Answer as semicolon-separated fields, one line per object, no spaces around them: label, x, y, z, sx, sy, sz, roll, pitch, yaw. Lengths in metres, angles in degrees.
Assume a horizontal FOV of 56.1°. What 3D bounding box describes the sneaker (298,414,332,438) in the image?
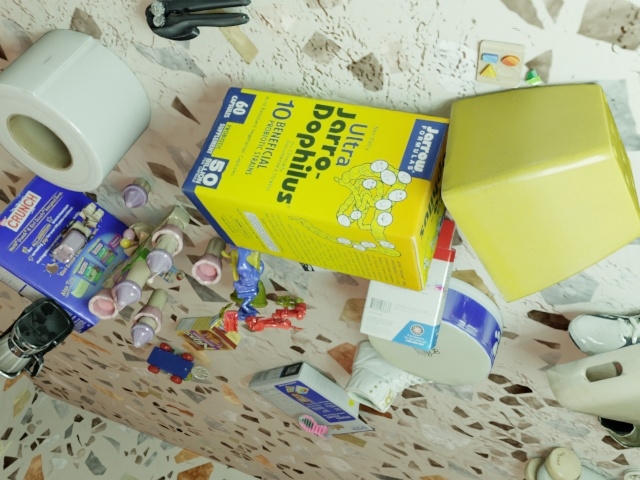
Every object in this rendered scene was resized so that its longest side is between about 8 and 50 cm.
sneaker;-0.024;0.589;1.896;0.119;0.047;0.057;34;156;-10

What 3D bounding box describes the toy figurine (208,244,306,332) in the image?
toy figurine;-0.126;0.056;1.300;0.191;0.218;0.362;0;-176;1

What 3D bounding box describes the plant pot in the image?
plant pot;0.295;-0.079;0.781;0.187;0.212;0.212;-18;127;31

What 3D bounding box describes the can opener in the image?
can opener;-0.182;-0.336;0.886;0.186;0.073;0.059;0;99;29

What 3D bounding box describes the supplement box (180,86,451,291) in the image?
supplement box;0.008;-0.081;0.927;0.356;0.194;0.195;13;159;19

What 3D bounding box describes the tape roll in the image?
tape roll;-0.460;-0.232;1.097;0.246;0.169;0.246;18;146;13

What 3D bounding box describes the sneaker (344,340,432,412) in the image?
sneaker;0.195;0.331;1.406;0.292;0.169;0.108;-5;133;37

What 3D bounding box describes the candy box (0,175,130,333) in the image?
candy box;-0.622;0.024;1.455;0.317;0.268;0.122;41;140;-20

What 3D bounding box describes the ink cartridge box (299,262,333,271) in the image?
ink cartridge box;-0.027;-0.019;1.198;0.097;0.046;0.207;-1;137;32

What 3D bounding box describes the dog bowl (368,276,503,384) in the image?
dog bowl;0.234;0.186;1.242;0.264;0.104;0.265;18;145;13

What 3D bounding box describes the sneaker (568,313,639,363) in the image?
sneaker;0.546;0.142;0.987;0.234;0.094;0.153;17;143;14

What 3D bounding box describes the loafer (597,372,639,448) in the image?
loafer;0.612;0.370;1.247;0.094;0.087;0.251;-9;132;41

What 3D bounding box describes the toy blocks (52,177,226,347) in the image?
toy blocks;-0.412;0.064;1.295;0.288;0.260;0.309;-39;111;23

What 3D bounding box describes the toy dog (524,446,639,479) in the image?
toy dog;0.682;0.659;1.519;0.333;0.161;0.220;10;143;24

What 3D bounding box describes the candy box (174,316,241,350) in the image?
candy box;-0.338;0.281;1.798;0.186;0.053;0.109;-9;133;43

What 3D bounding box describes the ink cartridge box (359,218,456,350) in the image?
ink cartridge box;0.164;0.069;1.091;0.134;0.231;0.078;13;-179;20

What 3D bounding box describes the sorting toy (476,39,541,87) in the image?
sorting toy;0.245;-0.223;0.774;0.083;0.012;0.062;15;144;18

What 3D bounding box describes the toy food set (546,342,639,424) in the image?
toy food set;0.557;0.228;0.962;0.305;0.093;0.219;15;152;-20

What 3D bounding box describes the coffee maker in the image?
coffee maker;-0.646;0.204;1.357;0.120;0.171;0.178;37;128;-26

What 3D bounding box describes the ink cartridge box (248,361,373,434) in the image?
ink cartridge box;-0.028;0.500;1.871;0.307;0.072;0.303;38;144;-20

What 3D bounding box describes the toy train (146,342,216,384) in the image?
toy train;-0.468;0.456;2.083;0.247;0.105;0.143;22;156;6

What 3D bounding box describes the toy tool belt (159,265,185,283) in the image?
toy tool belt;-0.406;0.092;1.592;0.083;0.051;0.052;41;144;-20
